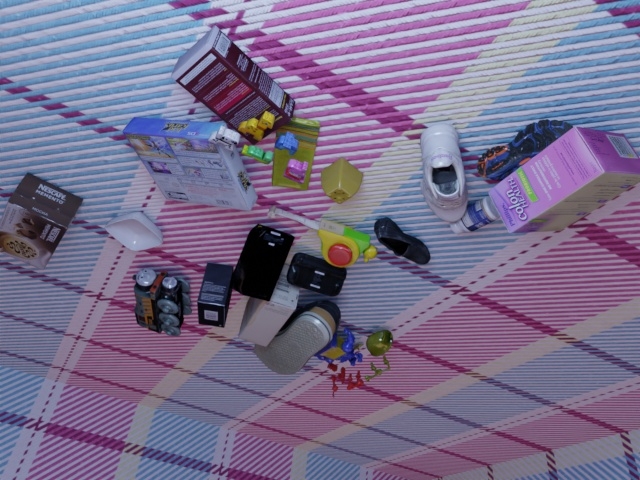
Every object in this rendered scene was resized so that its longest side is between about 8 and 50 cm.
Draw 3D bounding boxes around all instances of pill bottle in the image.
[{"bbox_3d":[0.404,-0.062,1.392,0.067,0.067,0.120,32,136,-29],"label":"pill bottle"}]

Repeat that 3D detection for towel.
[{"bbox_3d":[-0.066,-0.211,1.317,0.102,0.021,0.237,10,143,-2],"label":"towel"}]

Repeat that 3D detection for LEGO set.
[{"bbox_3d":[-0.112,-0.219,1.138,0.227,0.087,0.093,22,156,-20],"label":"LEGO set"}]

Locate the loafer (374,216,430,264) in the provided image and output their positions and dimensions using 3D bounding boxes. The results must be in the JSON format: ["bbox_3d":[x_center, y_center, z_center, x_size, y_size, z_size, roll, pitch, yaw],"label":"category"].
[{"bbox_3d":[0.235,0.018,1.514,0.223,0.078,0.076,34,136,-30],"label":"loafer"}]

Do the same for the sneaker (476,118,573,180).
[{"bbox_3d":[0.472,-0.202,1.205,0.221,0.083,0.087,-24,149,38],"label":"sneaker"}]

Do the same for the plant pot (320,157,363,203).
[{"bbox_3d":[0.051,-0.142,1.335,0.081,0.083,0.081,35,135,-30],"label":"plant pot"}]

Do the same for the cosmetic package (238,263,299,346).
[{"bbox_3d":[-0.172,0.218,1.779,0.113,0.160,0.309,20,140,-14],"label":"cosmetic package"}]

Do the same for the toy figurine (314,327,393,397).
[{"bbox_3d":[0.077,0.429,1.997,0.217,0.191,0.362,32,135,-21],"label":"toy figurine"}]

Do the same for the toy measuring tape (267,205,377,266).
[{"bbox_3d":[0.000,0.000,1.509,0.330,0.121,0.121,18,142,-2],"label":"toy measuring tape"}]

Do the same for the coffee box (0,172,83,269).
[{"bbox_3d":[-0.853,-0.049,1.578,0.168,0.118,0.297,30,137,-25],"label":"coffee box"}]

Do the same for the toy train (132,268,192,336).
[{"bbox_3d":[-0.571,0.223,1.880,0.190,0.142,0.334,18,142,2],"label":"toy train"}]

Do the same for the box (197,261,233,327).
[{"bbox_3d":[-0.349,0.183,1.761,0.093,0.158,0.156,10,142,-4],"label":"box"}]

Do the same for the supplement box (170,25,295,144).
[{"bbox_3d":[-0.183,-0.327,1.143,0.130,0.073,0.239,-24,132,35],"label":"supplement box"}]

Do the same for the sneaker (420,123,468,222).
[{"bbox_3d":[0.292,-0.125,1.262,0.114,0.152,0.305,-9,141,17],"label":"sneaker"}]

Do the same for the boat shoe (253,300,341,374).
[{"bbox_3d":[-0.085,0.356,1.924,0.187,0.156,0.500,46,137,0],"label":"boat shoe"}]

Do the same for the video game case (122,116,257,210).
[{"bbox_3d":[-0.316,-0.188,1.308,0.270,0.061,0.244,9,146,22],"label":"video game case"}]

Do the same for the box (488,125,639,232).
[{"bbox_3d":[0.549,-0.127,1.176,0.214,0.117,0.243,-3,152,-36],"label":"box"}]

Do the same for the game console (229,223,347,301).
[{"bbox_3d":[-0.082,0.098,1.608,0.361,0.044,0.213,20,97,-28],"label":"game console"}]

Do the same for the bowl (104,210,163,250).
[{"bbox_3d":[-0.561,-0.034,1.603,0.142,0.053,0.142,-14,138,24],"label":"bowl"}]
